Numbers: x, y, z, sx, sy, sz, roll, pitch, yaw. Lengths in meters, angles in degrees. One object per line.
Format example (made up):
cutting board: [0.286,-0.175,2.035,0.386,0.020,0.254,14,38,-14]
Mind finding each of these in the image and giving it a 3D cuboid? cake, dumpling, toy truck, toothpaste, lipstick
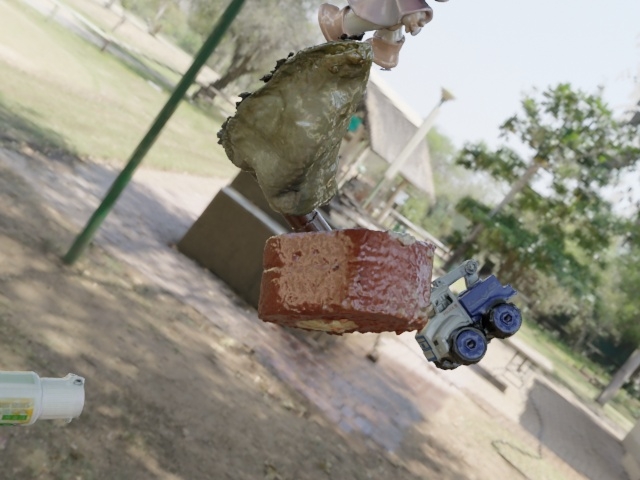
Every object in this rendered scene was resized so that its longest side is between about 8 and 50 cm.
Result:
cake: [0.032,0.058,1.189,0.282,0.151,0.177,0,-18,30]
dumpling: [-0.033,-0.105,0.953,0.332,0.166,0.086,101,-24,-60]
toy truck: [0.280,0.147,1.603,0.177,0.213,0.161,56,-18,4]
toothpaste: [-0.367,0.141,0.712,0.314,0.058,0.056,9,-3,-36]
lipstick: [0.000,0.000,1.422,0.357,0.057,0.057,52,0,-20]

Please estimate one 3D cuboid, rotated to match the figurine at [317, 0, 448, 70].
figurine: [0.108,-0.312,0.916,0.133,0.276,0.200,37,45,-4]
